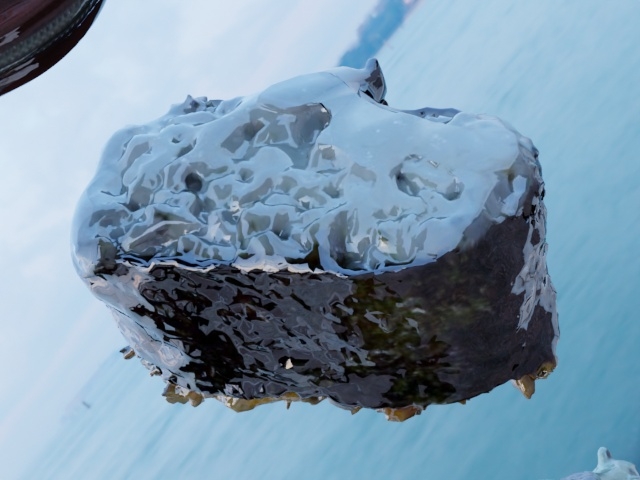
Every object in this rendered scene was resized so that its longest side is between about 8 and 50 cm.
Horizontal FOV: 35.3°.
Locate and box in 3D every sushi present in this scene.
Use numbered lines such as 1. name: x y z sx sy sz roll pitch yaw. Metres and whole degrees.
1. sushi: 0.000 0.000 0.729 0.234 0.349 0.207 -63 -33 -41

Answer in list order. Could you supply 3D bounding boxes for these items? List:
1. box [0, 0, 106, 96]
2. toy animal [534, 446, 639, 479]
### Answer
1. box: -0.258 -0.205 0.486 0.263 0.404 0.108 -27 -27 -10
2. toy animal: 0.189 0.245 0.828 0.094 0.225 0.121 38 131 50
